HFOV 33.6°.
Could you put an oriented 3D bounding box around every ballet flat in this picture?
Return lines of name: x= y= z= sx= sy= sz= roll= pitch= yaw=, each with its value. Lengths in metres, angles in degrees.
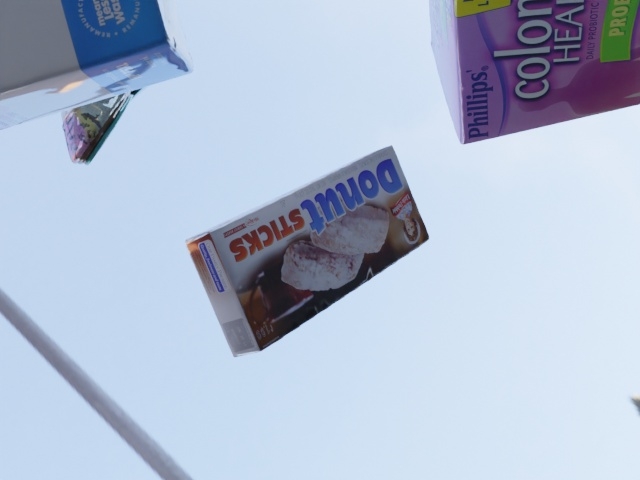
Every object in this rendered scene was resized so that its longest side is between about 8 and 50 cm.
ballet flat: x=-0.218 y=-0.159 z=1.080 sx=0.079 sy=0.221 sz=0.077 roll=42 pitch=-49 yaw=-13

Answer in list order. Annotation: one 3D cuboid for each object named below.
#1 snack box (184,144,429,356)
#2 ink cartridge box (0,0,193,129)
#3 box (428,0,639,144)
snack box: x=0.000 y=0.000 z=0.580 sx=0.178 sy=0.022 sz=0.064 roll=-30 pitch=-82 yaw=-52
ink cartridge box: x=-0.198 y=-0.125 z=0.555 sx=0.231 sy=0.078 sz=0.134 roll=-16 pitch=-93 yaw=2
box: x=0.206 y=-0.202 z=0.800 sx=0.243 sy=0.117 sz=0.213 roll=-12 pitch=-31 yaw=2
